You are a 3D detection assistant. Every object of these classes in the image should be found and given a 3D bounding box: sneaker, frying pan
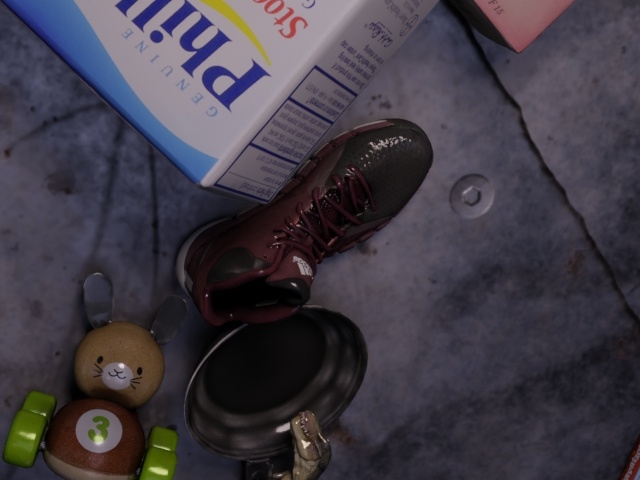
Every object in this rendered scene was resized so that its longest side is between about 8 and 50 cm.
[{"bbox_3d":[0.000,0.000,1.156,0.281,0.162,0.106,-34,113,2],"label":"sneaker"},{"bbox_3d":[-0.036,0.185,1.278,0.197,0.053,0.326,-23,133,-12],"label":"frying pan"}]

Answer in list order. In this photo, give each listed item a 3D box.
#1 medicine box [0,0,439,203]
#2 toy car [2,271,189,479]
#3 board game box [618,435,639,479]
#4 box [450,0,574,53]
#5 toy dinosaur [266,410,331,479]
[{"bbox_3d":[-0.069,-0.222,1.001,0.263,0.149,0.289,43,98,15],"label":"medicine box"},{"bbox_3d":[-0.196,0.132,1.184,0.155,0.149,0.188,17,94,-7],"label":"toy car"},{"bbox_3d":[0.442,0.210,1.407,0.145,0.027,0.281,17,105,-16],"label":"board game box"},{"bbox_3d":[0.197,-0.305,1.106,0.232,0.127,0.148,-44,112,6],"label":"box"},{"bbox_3d":[-0.064,0.298,1.276,0.118,0.064,0.268,-3,126,-33],"label":"toy dinosaur"}]
